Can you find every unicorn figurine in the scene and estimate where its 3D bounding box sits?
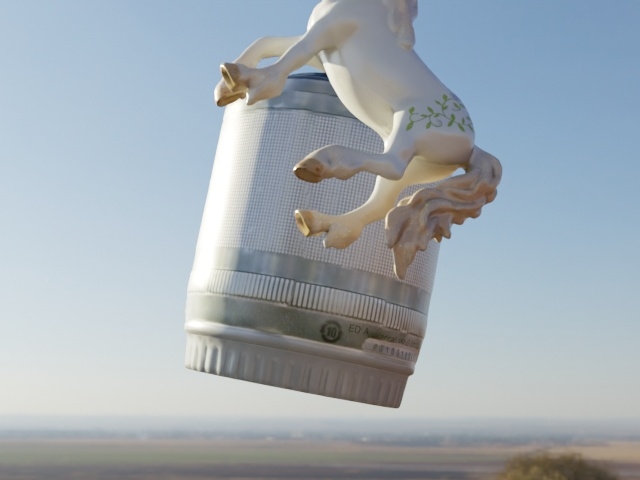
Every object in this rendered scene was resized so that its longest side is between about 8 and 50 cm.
[{"bbox_3d":[0.017,-0.072,0.360,0.111,0.162,0.060,-30,3,-18],"label":"unicorn figurine"}]

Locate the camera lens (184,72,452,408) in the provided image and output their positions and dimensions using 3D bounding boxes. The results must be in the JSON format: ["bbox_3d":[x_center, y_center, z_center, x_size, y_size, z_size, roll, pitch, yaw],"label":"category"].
[{"bbox_3d":[0.000,0.000,0.824,0.219,0.274,0.219,10,-9,2],"label":"camera lens"}]
